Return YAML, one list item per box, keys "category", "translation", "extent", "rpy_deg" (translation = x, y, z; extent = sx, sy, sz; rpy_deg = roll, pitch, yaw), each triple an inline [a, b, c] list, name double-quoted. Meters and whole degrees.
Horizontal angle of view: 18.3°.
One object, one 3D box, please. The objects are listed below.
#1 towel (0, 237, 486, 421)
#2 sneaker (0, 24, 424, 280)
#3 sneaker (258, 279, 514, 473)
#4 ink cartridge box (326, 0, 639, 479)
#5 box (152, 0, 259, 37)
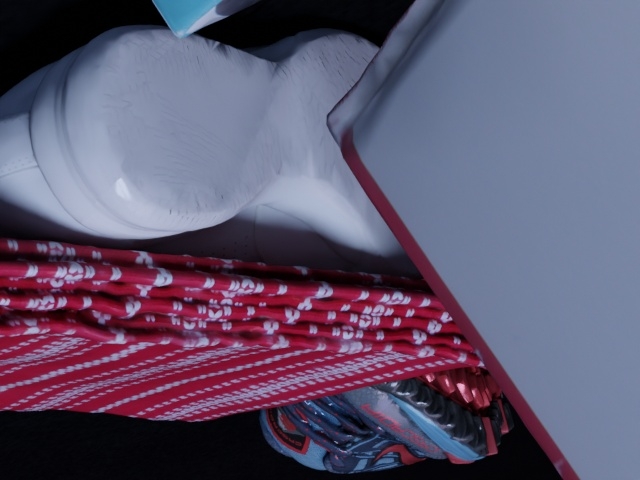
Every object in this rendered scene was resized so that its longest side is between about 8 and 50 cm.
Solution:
- category: "towel"
  translation: [-0.081, 0.038, 0.623]
  extent: [0.275, 0.031, 0.199]
  rpy_deg: [6, 165, -43]
- category: "sneaker"
  translation: [-0.038, -0.020, 0.613]
  extent: [0.094, 0.080, 0.212]
  rpy_deg: [-17, 166, 30]
- category: "sneaker"
  translation: [0.027, 0.088, 1.042]
  extent: [0.125, 0.104, 0.262]
  rpy_deg: [-24, 167, 7]
- category: "ink cartridge box"
  translation: [0.244, -0.030, 0.452]
  extent: [0.385, 0.279, 0.160]
  rpy_deg: [-32, 171, -23]
- category: "box"
  translation: [0.049, -0.115, 0.279]
  extent: [0.100, 0.060, 0.244]
  rpy_deg: [-33, -179, -33]
